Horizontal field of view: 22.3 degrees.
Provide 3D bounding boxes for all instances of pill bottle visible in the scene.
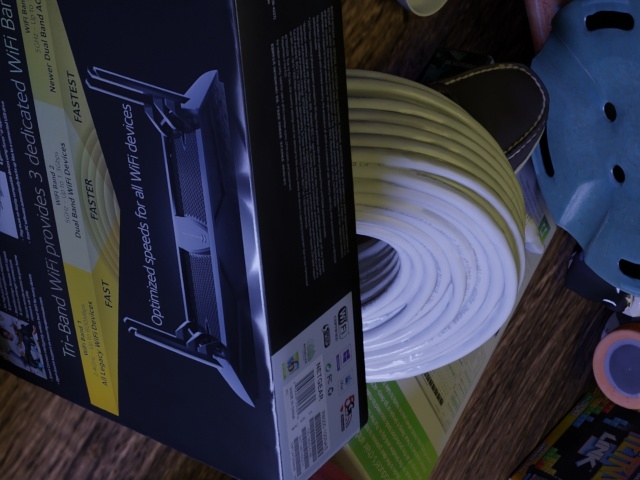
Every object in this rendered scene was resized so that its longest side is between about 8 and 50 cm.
[{"bbox_3d":[0.389,0.111,1.766,0.245,0.130,0.130,-17,120,-52],"label":"pill bottle"}]

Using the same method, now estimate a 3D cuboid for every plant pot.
[{"bbox_3d":[0.374,-0.113,1.332,0.334,0.341,0.341,-16,121,-30],"label":"plant pot"}]

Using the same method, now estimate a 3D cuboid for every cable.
[{"bbox_3d":[0.000,0.000,1.011,0.257,0.257,0.089,59,23,-51],"label":"cable"}]

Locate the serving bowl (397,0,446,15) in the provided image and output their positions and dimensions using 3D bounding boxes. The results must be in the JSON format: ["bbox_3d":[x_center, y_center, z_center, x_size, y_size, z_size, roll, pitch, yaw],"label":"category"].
[{"bbox_3d":[0.075,-0.212,1.218,0.083,0.027,0.083,-31,130,-46],"label":"serving bowl"}]

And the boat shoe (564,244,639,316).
[{"bbox_3d":[0.388,-0.031,1.689,0.340,0.127,0.158,-17,127,-52],"label":"boat shoe"}]

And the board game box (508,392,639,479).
[{"bbox_3d":[0.298,0.242,1.686,0.170,0.141,0.048,-39,136,-41],"label":"board game box"}]

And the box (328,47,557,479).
[{"bbox_3d":[0.080,0.040,1.309,0.322,0.058,0.232,-60,144,-26],"label":"box"}]

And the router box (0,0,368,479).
[{"bbox_3d":[-0.101,-0.043,0.840,0.081,0.243,0.309,-38,136,-41],"label":"router box"}]

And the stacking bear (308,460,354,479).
[{"bbox_3d":[-0.073,0.297,1.151,0.289,0.164,0.175,-29,129,-41],"label":"stacking bear"}]

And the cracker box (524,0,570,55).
[{"bbox_3d":[0.263,-0.269,1.437,0.232,0.067,0.156,-52,143,-29],"label":"cracker box"}]

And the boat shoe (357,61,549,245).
[{"bbox_3d":[0.071,-0.060,1.170,0.285,0.103,0.092,-27,171,-30],"label":"boat shoe"}]
